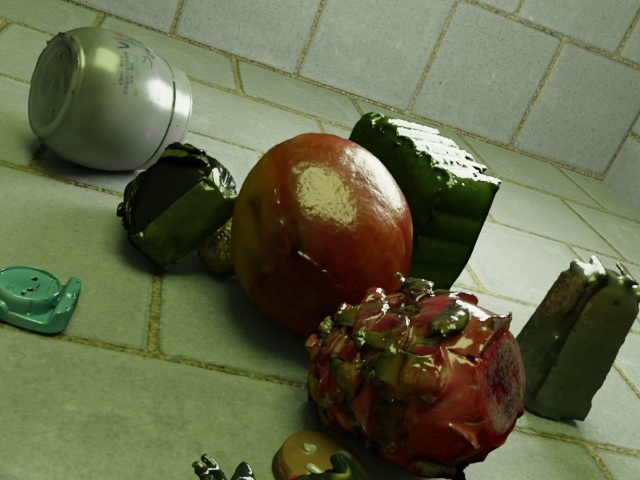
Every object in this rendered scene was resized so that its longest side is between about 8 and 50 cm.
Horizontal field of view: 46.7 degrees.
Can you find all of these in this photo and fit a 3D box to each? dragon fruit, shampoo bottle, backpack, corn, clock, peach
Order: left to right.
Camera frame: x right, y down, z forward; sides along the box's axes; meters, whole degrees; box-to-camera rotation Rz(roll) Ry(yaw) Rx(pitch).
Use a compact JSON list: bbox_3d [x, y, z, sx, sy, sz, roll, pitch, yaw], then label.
[{"bbox_3d":[-0.412,0.072,1.023,0.147,0.045,0.108,17,22,-12],"label":"clock"},{"bbox_3d":[-0.419,-0.276,1.488,0.266,0.273,0.273,10,25,-45],"label":"shampoo bottle"},{"bbox_3d":[-0.259,-0.077,1.301,0.140,0.207,0.253,51,-3,-30],"label":"backpack"},{"bbox_3d":[-0.152,-0.017,1.399,0.106,0.106,0.293,25,27,5],"label":"corn"},{"bbox_3d":[0.002,0.001,1.227,0.290,0.372,0.372,9,20,13],"label":"peach"},{"bbox_3d":[0.116,0.191,1.008,0.291,0.269,0.250,-5,16,33],"label":"dragon fruit"}]

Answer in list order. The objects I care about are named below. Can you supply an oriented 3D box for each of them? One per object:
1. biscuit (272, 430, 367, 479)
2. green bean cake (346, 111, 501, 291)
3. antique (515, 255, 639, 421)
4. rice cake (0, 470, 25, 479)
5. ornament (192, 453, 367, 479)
[{"bbox_3d":[0.009,0.328,0.843,0.216,0.047,0.339,20,23,-9],"label":"biscuit"},{"bbox_3d":[0.162,-0.058,1.495,0.218,0.319,0.335,7,31,-39],"label":"green bean cake"},{"bbox_3d":[0.445,0.162,1.298,0.125,0.284,0.150,17,25,-12],"label":"antique"},{"bbox_3d":[-0.326,0.310,0.554,0.070,0.064,0.399,16,23,-2],"label":"rice cake"},{"bbox_3d":[-0.050,0.294,0.730,0.236,0.080,0.202,8,24,-25],"label":"ornament"}]
